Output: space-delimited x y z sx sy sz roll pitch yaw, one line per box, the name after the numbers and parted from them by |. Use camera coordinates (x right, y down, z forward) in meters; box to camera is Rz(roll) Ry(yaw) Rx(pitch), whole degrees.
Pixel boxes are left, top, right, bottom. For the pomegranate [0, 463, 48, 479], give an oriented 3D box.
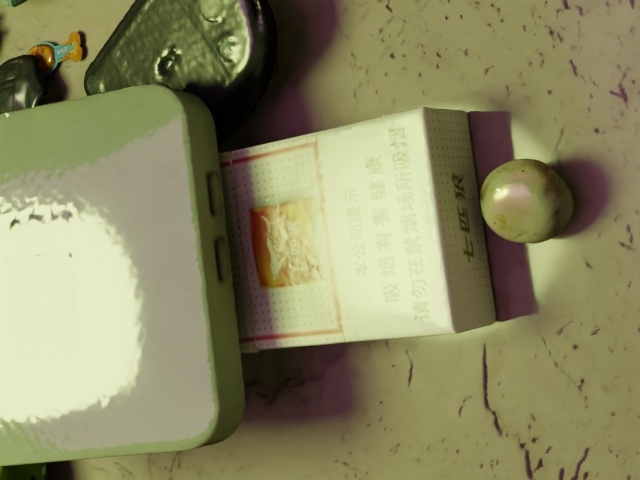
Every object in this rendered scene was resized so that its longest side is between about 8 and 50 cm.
-0.430 0.283 1.381 0.190 0.159 0.240 8 71 26 | pomegranate

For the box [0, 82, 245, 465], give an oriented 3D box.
-0.269 0.041 1.112 0.367 0.090 0.372 -8 85 17 | box

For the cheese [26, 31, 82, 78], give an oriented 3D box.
-0.339 -0.234 1.349 0.111 0.017 0.047 -12 90 35 | cheese

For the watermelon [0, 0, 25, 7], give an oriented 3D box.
-0.469 -0.392 1.386 0.318 0.148 0.226 38 133 13 | watermelon

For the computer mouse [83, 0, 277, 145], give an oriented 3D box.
-0.138 -0.193 1.155 0.269 0.100 0.170 -41 74 35 | computer mouse

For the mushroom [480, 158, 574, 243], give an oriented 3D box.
0.186 -0.037 0.957 0.084 0.067 0.083 20 144 15 | mushroom

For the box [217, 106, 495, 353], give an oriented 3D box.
0.000 0.001 1.079 0.330 0.095 0.210 -9 88 37 | box

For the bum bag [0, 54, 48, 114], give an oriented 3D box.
-0.461 -0.144 1.405 0.310 0.074 0.137 -15 77 39 | bum bag
